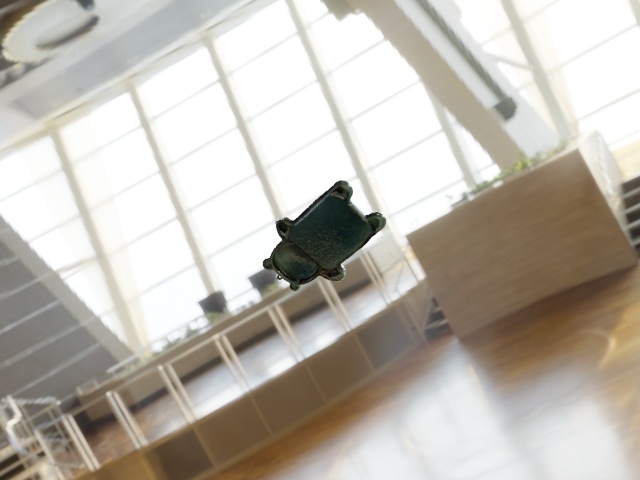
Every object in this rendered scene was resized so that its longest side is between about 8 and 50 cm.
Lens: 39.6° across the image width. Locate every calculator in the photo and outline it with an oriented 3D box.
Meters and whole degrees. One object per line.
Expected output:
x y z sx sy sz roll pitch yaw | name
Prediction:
0.000 0.000 0.929 0.141 0.094 0.019 -42 13 26 | calculator
